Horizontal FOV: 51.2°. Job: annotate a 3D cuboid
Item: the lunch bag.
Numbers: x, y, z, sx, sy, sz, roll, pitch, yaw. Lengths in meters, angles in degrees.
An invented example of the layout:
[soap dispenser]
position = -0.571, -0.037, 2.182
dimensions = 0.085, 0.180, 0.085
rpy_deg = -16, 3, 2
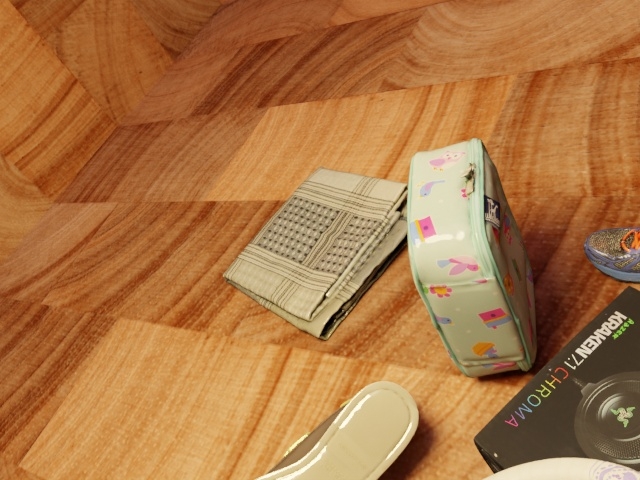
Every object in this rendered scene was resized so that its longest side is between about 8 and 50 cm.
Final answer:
[lunch bag]
position = 0.197, 0.017, 0.844
dimensions = 0.107, 0.279, 0.224
rpy_deg = -10, 42, 24

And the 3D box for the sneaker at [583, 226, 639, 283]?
[sneaker]
position = 0.442, -0.001, 0.833
dimensions = 0.221, 0.087, 0.083
rpy_deg = -2, 47, 36

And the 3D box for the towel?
[towel]
position = 0.000, 0.000, 1.201
dimensions = 0.312, 0.056, 0.324
rpy_deg = -48, 40, -16

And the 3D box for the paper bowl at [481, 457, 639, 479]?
[paper bowl]
position = 0.168, 0.305, 0.456
dimensions = 0.284, 0.148, 0.284
rpy_deg = -37, 14, 11

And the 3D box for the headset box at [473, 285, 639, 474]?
[headset box]
position = 0.340, 0.222, 0.635
dimensions = 0.246, 0.131, 0.283
rpy_deg = -41, 38, -7

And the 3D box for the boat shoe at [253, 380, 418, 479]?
[boat shoe]
position = -0.007, 0.306, 0.843
dimensions = 0.324, 0.097, 0.116
rpy_deg = -44, 78, -6
